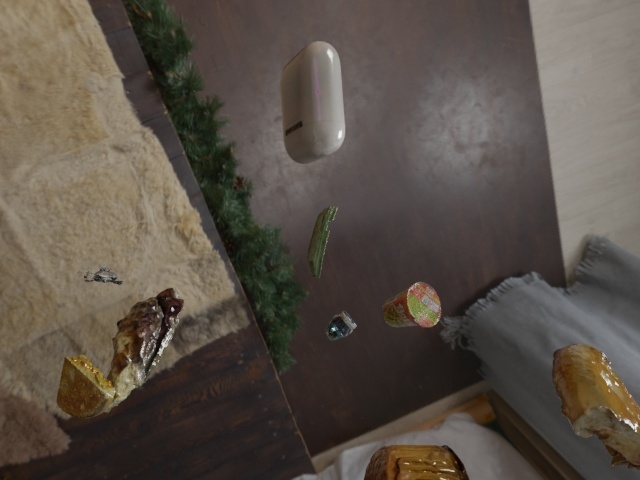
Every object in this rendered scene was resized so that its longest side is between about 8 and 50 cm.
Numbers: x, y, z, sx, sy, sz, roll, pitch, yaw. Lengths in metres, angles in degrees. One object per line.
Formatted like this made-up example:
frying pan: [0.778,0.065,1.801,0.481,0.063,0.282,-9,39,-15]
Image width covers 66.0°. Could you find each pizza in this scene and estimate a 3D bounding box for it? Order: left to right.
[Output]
pizza: [-0.478,0.295,1.005,0.174,0.046,0.134,-7,95,30]
pizza: [0.309,0.185,0.531,0.161,0.182,0.062,43,112,-2]

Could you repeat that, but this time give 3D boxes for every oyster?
oyster: [-0.440,0.238,1.180,0.100,0.271,0.275,40,85,-28]

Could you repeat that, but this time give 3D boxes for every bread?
bread: [0.098,0.333,0.554,0.104,0.199,0.200,6,105,-5]

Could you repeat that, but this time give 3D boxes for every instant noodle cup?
instant noodle cup: [0.376,0.296,2.114,0.192,0.212,0.193,12,66,-28]

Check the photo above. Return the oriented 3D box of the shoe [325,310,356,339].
shoe: [0.045,0.228,1.276,0.071,0.143,0.064,-36,83,-18]

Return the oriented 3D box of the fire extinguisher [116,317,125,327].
fire extinguisher: [-0.712,0.375,1.861,0.062,0.177,0.050,-27,154,-21]

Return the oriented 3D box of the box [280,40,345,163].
box: [-0.031,-0.433,1.580,0.141,0.288,0.350,-4,89,-27]

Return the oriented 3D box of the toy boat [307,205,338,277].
toy boat: [0.000,0.000,1.921,0.055,0.093,0.293,18,80,-24]

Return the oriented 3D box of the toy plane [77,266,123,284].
toy plane: [-0.615,0.099,1.374,0.120,0.049,0.031,16,116,-38]
